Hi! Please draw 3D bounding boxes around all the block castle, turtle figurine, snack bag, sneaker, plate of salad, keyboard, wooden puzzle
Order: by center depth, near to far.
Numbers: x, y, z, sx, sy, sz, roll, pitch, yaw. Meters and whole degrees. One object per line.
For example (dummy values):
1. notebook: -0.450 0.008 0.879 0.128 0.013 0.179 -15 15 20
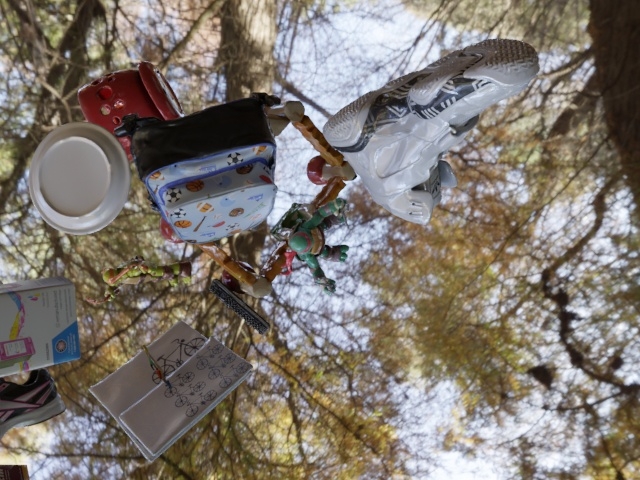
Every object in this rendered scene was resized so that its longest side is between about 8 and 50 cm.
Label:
1. sneaker: -0.441 0.225 0.724 0.178 0.072 0.077 -17 -83 -58
2. sneaker: 0.181 -0.152 0.823 0.137 0.366 0.210 -48 -66 -35
3. plate of salad: -0.422 -0.109 0.957 0.200 0.048 0.199 0 -91 11
4. turtle figurine: 0.000 0.000 1.009 0.118 0.175 0.234 14 -171 12
5. turtle figurine: -0.440 0.085 1.309 0.217 0.270 0.087 0 -113 -46
6. keyboard: -0.205 0.170 1.345 0.180 0.108 0.023 41 -115 2
7. block castle: -0.155 -0.110 1.350 0.303 0.213 0.453 44 -106 -28
8. wooden puzzle: -0.417 0.321 1.369 0.014 0.078 0.116 -32 -128 -26
9. snack bag: -0.394 0.359 1.407 0.343 0.037 0.323 25 -128 40

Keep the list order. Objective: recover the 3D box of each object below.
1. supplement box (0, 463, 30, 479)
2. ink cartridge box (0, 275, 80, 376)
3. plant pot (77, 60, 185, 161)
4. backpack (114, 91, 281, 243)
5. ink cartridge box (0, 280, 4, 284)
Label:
1. supplement box: -0.755 0.580 1.135 0.194 0.191 0.129 -37 -122 8
2. ink cartridge box: -0.324 0.092 0.564 0.123 0.088 0.052 -8 -168 -37
3. plant pot: -0.415 -0.297 1.220 0.174 0.191 0.191 -27 -118 1
4. backpack: -0.194 -0.117 0.989 0.277 0.263 0.213 -12 -102 -9
5. ink cartridge box: -0.807 0.126 1.325 0.115 0.029 0.063 34 -154 23
